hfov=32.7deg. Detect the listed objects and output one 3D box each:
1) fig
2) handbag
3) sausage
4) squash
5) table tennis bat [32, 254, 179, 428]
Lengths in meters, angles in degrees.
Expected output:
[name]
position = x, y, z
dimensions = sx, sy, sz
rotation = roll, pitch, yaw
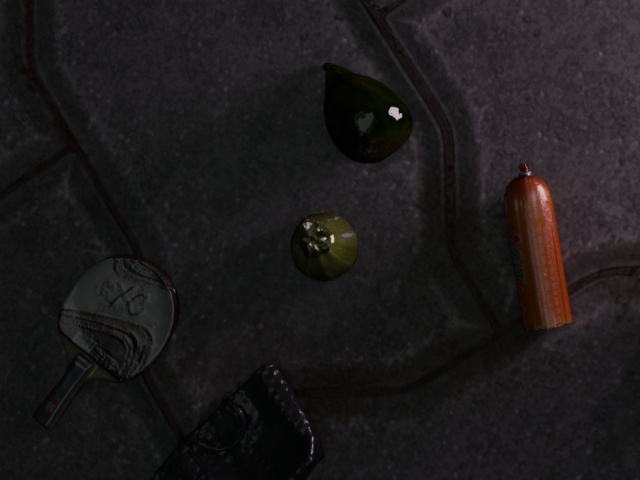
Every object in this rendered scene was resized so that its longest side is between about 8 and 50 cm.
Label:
[fig]
position = 0.050, -0.196, 1.568
dimensions = 0.117, 0.117, 0.177
rotation = -35, 74, 7
[handbag]
position = -0.117, 0.323, 1.599
dimensions = 0.270, 0.089, 0.175
rotation = -45, 76, 6
[sausage]
position = 0.302, 0.007, 1.537
dimensions = 0.071, 0.071, 0.234
rotation = -10, 88, 9
[squash]
position = -0.004, 0.007, 1.553
dimensions = 0.105, 0.132, 0.105
rotation = 0, 87, 10
[table tennis bat]
position = -0.339, 0.158, 1.662
dimensions = 0.173, 0.022, 0.301
rotation = 38, 93, 8
